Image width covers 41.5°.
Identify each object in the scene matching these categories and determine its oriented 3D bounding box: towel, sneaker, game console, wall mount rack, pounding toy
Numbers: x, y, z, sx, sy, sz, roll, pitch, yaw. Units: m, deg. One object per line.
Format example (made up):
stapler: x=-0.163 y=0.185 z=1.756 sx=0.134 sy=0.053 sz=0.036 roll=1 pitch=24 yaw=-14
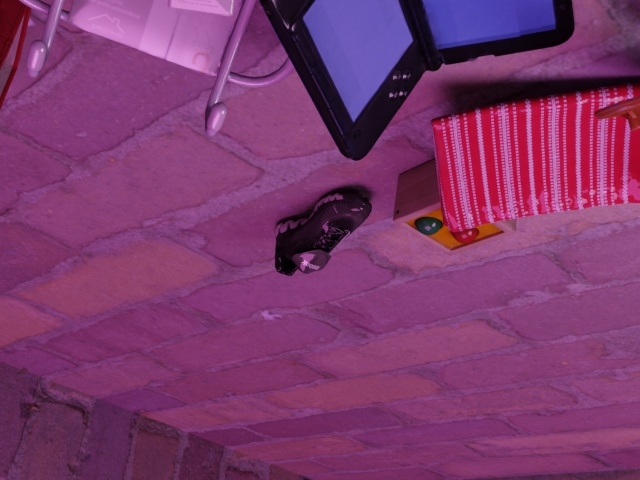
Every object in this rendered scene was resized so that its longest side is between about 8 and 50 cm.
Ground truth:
towel: x=0.285 y=-0.100 z=1.072 sx=0.274 sy=0.031 sz=0.199 roll=-9 pitch=136 yaw=7
sneaker: x=0.000 y=0.000 z=1.364 sx=0.078 sy=0.106 sz=0.234 roll=26 pitch=148 yaw=-30
game console: x=0.110 y=-0.229 z=0.848 sx=0.173 sy=0.250 sz=0.293 roll=25 pitch=162 yaw=32
wall mount rack: x=-0.159 y=-0.284 z=0.880 sx=0.350 sy=0.130 sz=0.304 roll=17 pitch=114 yaw=-16
pounding toy: x=0.242 y=-0.048 z=1.211 sx=0.181 sy=0.094 sz=0.206 roll=29 pitch=147 yaw=-32

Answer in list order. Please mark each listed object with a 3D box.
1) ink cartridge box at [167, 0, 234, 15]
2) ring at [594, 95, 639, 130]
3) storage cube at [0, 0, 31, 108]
ink cartridge box: x=-0.096 y=-0.304 z=0.748 sx=0.060 sy=0.104 sz=0.180 roll=6 pitch=119 yaw=-8
ring: x=0.441 y=-0.154 z=0.819 sx=0.336 sy=0.032 sz=0.336 roll=-13 pitch=-179 yaw=0
storage cube: x=-0.476 y=-0.224 z=1.015 sx=0.193 sy=0.184 sz=0.215 roll=21 pitch=150 yaw=-19
